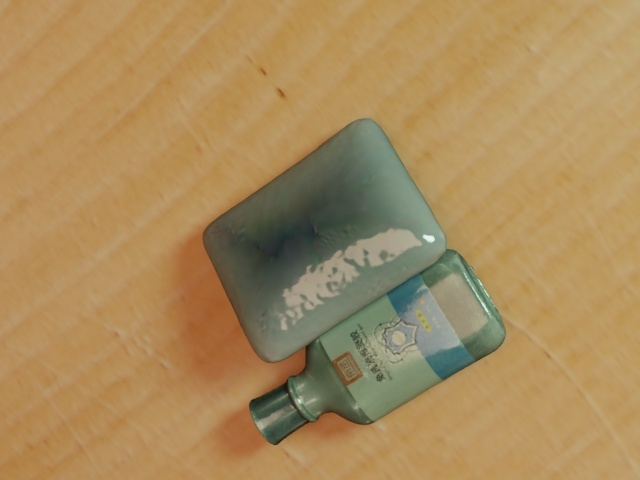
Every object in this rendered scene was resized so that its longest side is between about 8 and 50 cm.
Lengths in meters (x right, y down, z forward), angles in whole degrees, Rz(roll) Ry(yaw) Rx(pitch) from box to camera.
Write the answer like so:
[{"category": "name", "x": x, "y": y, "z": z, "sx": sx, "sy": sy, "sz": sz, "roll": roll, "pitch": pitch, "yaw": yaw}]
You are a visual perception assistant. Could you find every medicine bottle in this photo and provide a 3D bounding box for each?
[{"category": "medicine bottle", "x": 0.039, "y": 0.093, "z": 0.916, "sx": 0.208, "sy": 0.053, "sz": 0.090, "roll": -33, "pitch": 84, "yaw": 11}]

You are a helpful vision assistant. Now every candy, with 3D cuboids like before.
[{"category": "candy", "x": 0.000, "y": 0.000, "z": 0.910, "sx": 0.174, "sy": 0.071, "sz": 0.138, "roll": -34, "pitch": 63, "yaw": 11}]
